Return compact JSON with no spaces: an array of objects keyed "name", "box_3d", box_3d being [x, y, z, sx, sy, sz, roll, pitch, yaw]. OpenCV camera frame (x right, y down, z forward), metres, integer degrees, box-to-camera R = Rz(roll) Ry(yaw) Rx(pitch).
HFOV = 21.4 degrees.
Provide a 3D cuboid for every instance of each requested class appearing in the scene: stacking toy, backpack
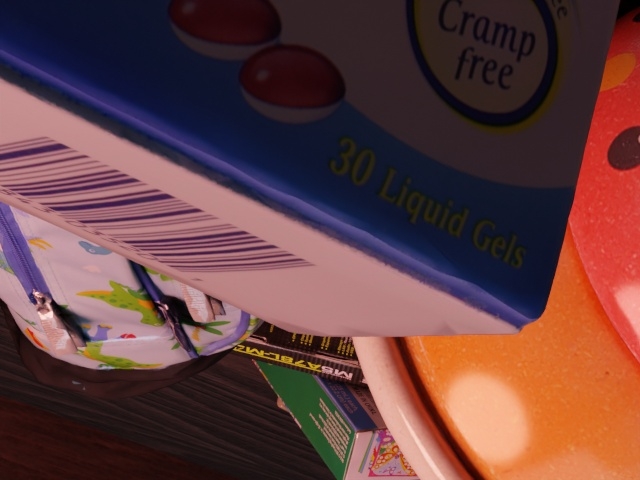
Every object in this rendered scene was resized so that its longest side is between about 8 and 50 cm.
[{"name":"stacking toy","box_3d":[0.267,-0.041,0.815,0.350,0.351,0.480,23,142,-26]},{"name":"backpack","box_3d":[-0.085,-0.095,0.854,0.273,0.290,0.355,14,156,28]}]

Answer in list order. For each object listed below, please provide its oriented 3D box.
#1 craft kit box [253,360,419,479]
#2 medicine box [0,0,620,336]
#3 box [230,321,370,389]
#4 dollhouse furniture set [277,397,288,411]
[{"name":"craft kit box","box_3d":[0.076,0.086,1.300,0.246,0.061,0.250,-4,-149,-26]},{"name":"medicine box","box_3d":[-0.029,-0.144,0.580,0.263,0.289,0.149,26,162,-35]},{"name":"box","box_3d":[0.000,0.000,1.207,0.184,0.191,0.045,12,156,3]},{"name":"dollhouse furniture set","box_3d":[0.030,0.108,1.589,0.101,0.161,0.182,0,157,41]}]
